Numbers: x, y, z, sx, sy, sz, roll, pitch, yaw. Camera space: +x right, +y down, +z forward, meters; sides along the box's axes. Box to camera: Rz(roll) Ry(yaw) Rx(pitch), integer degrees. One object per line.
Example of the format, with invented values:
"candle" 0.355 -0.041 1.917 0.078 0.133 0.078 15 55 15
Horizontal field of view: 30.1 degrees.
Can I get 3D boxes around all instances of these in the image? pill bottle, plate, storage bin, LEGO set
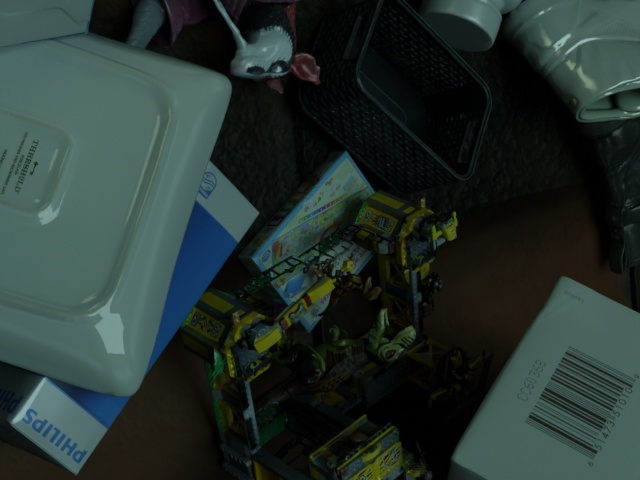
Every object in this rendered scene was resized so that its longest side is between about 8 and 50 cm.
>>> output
"pill bottle" 0.169 -0.298 1.237 0.112 0.112 0.187 29 75 -35
"plate" -0.229 -0.052 0.891 0.278 0.045 0.277 18 72 -8
"storage bin" 0.076 -0.142 1.177 0.180 0.084 0.122 38 57 -32
"LEGO set" 0.050 0.116 1.085 0.331 0.192 0.255 -23 125 -39

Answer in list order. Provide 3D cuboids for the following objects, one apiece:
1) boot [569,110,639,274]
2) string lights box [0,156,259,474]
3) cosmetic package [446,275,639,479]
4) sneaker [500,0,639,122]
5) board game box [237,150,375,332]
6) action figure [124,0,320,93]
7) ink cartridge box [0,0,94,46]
"boot" 0.408 -0.113 1.460 0.263 0.091 0.229 -39 120 -25
"string lights box" -0.178 0.051 0.975 0.077 0.133 0.260 46 66 -31
"cosmetic package" 0.223 0.231 1.154 0.217 0.156 0.385 -54 161 -23
"sneaker" 0.359 -0.221 1.350 0.292 0.108 0.169 -23 69 -26
"board game box" 0.000 0.000 1.177 0.154 0.026 0.103 -49 119 -25
"action figure" -0.101 -0.288 1.029 0.276 0.248 0.370 -91 161 -53
"ink cartridge box" -0.260 -0.227 0.908 0.104 0.181 0.062 -16 144 -36
